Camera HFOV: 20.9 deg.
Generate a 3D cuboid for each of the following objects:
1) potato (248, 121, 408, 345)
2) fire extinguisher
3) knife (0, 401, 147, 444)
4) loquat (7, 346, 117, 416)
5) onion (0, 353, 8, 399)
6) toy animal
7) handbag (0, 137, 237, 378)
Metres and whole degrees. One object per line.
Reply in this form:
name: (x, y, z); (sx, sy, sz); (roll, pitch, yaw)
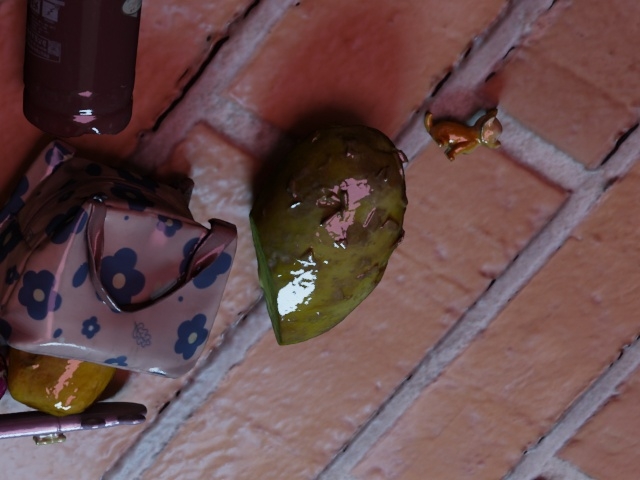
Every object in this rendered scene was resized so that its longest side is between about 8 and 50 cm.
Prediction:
potato: (0.000, 0.000, 1.961); (0.176, 0.141, 0.298); (8, 120, -18)
fire extinguisher: (-0.222, -0.263, 1.676); (0.114, 0.135, 0.337); (-8, 126, -25)
knife: (-0.392, 0.220, 1.976); (0.398, 0.132, 0.038); (-4, 92, -15)
loquat: (-0.287, 0.138, 1.953); (0.137, 0.113, 0.137); (-45, 150, -34)
onion: (-0.399, 0.161, 1.937); (0.107, 0.097, 0.107); (-20, 151, -12)
toy animal: (0.170, -0.131, 2.004); (0.083, 0.060, 0.081); (-35, 94, 4)
handbag: (-0.224, 0.017, 1.851); (0.251, 0.190, 0.193); (14, 115, -39)
